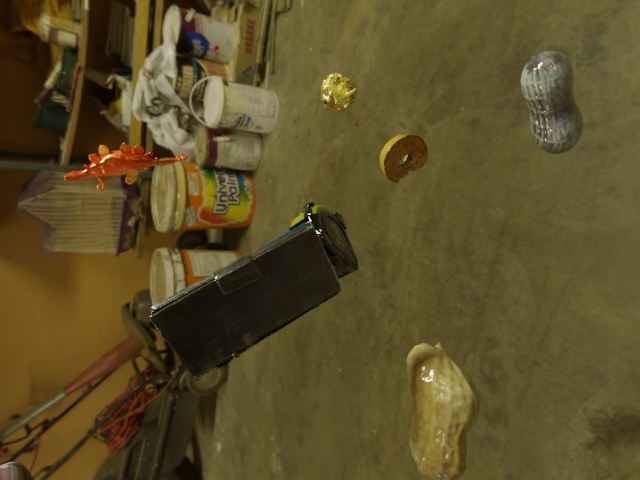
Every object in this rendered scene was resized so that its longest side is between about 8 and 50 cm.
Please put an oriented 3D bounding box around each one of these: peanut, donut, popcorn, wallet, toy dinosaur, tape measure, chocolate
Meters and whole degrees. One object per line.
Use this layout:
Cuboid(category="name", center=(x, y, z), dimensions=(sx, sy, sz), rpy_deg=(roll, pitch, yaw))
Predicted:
Cuboid(category="peanut", center=(0.269, 0.378, 0.904), dimensions=(0.159, 0.143, 0.291), rpy_deg=(-10, 77, 48))
Cuboid(category="donut", center=(0.171, -0.180, 0.864), dimensions=(0.043, 0.108, 0.097), rpy_deg=(46, 159, 49))
Cuboid(category="popcorn", center=(0.040, -0.326, 0.918), dimensions=(0.084, 0.084, 0.084), rpy_deg=(0, 89, 56))
Cuboid(category="wallet", center=(-0.121, 0.106, 0.737), dimensions=(0.169, 0.317, 0.044), rpy_deg=(65, 168, -27))
Cuboid(category="toy dinosaur", center=(-0.471, -0.191, 0.997), dimensions=(0.117, 0.288, 0.070), rpy_deg=(114, 138, -66))
Cuboid(category="tape measure", center=(0.000, 0.000, 1.021), dimensions=(0.112, 0.186, 0.199), rpy_deg=(-31, 64, 20))
Cuboid(category="chocolate", center=(0.350, -0.202, 0.616), dimensions=(0.072, 0.072, 0.167), rpy_deg=(23, 150, 54))

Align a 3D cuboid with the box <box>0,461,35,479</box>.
Cuboid(category="box", center=(-0.240, 0.284, 0.313), dimensions=(0.224, 0.069, 0.120), rpy_deg=(6, 111, 52))
